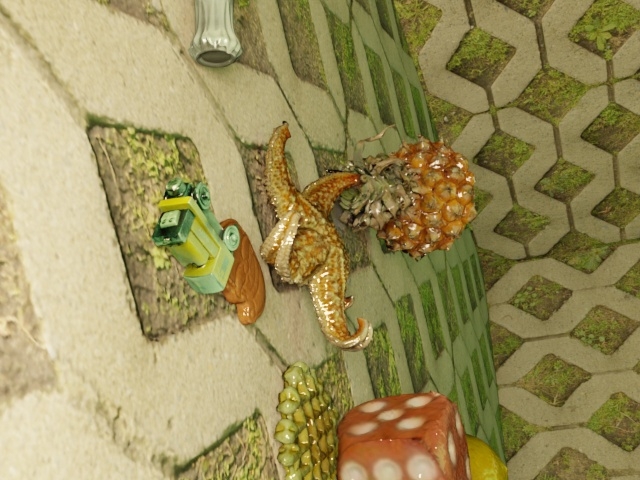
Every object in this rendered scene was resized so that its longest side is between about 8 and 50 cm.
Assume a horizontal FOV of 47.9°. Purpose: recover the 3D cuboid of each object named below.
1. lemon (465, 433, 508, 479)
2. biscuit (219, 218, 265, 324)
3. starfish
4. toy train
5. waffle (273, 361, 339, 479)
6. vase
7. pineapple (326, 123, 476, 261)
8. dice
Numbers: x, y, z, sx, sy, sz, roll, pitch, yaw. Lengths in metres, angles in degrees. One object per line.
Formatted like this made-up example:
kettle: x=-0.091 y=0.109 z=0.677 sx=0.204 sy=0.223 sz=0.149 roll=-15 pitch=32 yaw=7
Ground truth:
lemon: x=0.274 y=0.483 z=1.418 sx=0.192 sy=0.192 sz=0.231 roll=59 pitch=33 yaw=-47
biscuit: x=-0.094 y=0.034 z=0.846 sx=0.102 sy=0.019 sz=0.130 roll=-78 pitch=150 yaw=-54
starfish: x=0.004 y=0.000 z=1.036 sx=0.303 sy=0.113 sz=0.312 roll=-81 pitch=151 yaw=-47
toy train: x=-0.126 y=-0.005 z=0.732 sx=0.122 sy=0.050 sz=0.081 roll=59 pitch=36 yaw=-45
waffle: x=-0.013 y=0.253 z=0.934 sx=0.183 sy=0.036 sz=0.169 roll=58 pitch=28 yaw=-46
vase: x=-0.126 y=-0.283 z=0.862 sx=0.081 sy=0.081 sz=0.148 roll=32 pitch=51 yaw=-66
pineapple: x=0.128 y=-0.087 z=1.361 sx=0.272 sy=0.263 sz=0.262 roll=2 pitch=76 yaw=-51
dice: x=0.129 y=0.341 z=1.084 sx=0.179 sy=0.175 sz=0.173 roll=-41 pitch=119 yaw=-71
